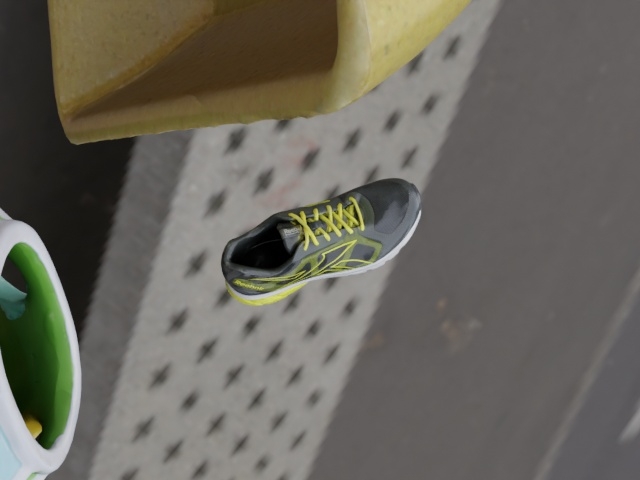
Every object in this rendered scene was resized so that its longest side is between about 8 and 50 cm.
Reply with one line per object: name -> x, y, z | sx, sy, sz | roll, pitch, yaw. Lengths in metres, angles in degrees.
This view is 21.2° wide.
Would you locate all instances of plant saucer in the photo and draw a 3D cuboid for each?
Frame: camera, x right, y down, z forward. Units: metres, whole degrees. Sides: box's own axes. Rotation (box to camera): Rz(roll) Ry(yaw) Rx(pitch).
plant saucer -> -0.025, -0.202, 0.548 | 0.081, 0.333, 0.333 | -4, 93, -20

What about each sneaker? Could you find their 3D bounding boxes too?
sneaker -> 0.000, 0.000, 0.650 | 0.083, 0.031, 0.035 | -28, 162, 4

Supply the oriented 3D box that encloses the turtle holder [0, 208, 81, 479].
turtle holder -> -0.251, 0.100, 0.924 | 0.243, 0.227, 0.320 | -64, 146, -73
